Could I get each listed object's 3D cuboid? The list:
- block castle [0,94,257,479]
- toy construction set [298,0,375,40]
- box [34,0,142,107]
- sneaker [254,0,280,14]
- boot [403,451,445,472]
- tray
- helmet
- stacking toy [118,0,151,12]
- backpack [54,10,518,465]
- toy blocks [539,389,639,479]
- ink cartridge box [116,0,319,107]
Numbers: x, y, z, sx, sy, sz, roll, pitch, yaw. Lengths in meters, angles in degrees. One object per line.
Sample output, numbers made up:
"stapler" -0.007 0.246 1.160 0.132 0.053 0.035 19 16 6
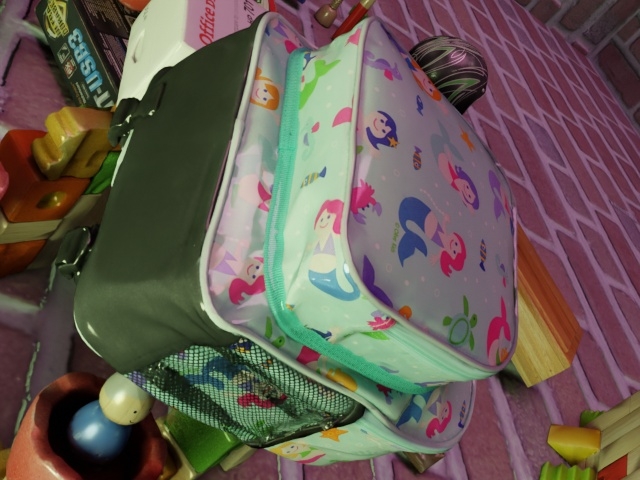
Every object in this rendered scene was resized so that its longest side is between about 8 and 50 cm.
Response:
"block castle" -0.110 0.034 0.669 0.453 0.213 0.303 -11 60 -55
"toy construction set" 0.023 -0.573 1.567 0.309 0.237 0.257 52 30 12
"box" -0.164 -0.167 0.993 0.293 0.073 0.295 4 50 -53
"sneaker" -0.152 -0.442 1.361 0.118 0.107 0.279 27 32 -62
"boot" 0.097 0.190 0.902 0.114 0.037 0.106 41 43 1
"tray" 0.243 -0.008 1.189 0.411 0.076 0.203 59 23 5
"helmet" 0.240 -0.321 1.592 0.169 0.161 0.169 31 32 -22
"stacking toy" -0.288 -0.401 0.908 0.279 0.130 0.309 -11 78 -37
"backpack" 0.011 0.012 0.484 0.253 0.191 0.225 46 41 -42
"toy blocks" 0.432 0.274 0.982 0.191 0.261 0.381 45 30 1
"ink cartridge box" -0.049 -0.110 0.632 0.190 0.082 0.140 31 34 -31
